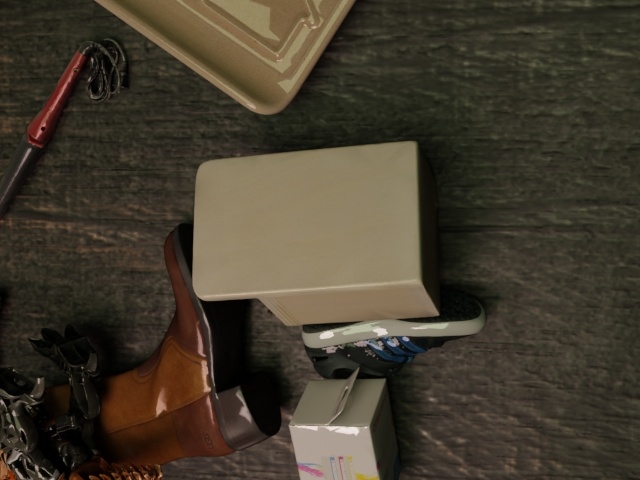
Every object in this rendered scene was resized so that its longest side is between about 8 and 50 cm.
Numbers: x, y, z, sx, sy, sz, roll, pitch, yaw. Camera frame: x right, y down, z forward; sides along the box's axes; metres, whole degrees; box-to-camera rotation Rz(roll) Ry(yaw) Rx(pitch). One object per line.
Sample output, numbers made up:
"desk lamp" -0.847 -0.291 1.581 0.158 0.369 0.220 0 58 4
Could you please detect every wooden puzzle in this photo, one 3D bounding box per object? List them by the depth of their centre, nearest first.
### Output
"wooden puzzle" -0.079 -0.357 1.299 0.322 0.080 0.348 36 100 7

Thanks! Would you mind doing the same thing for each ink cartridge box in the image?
"ink cartridge box" 0.027 0.216 1.316 0.090 0.092 0.143 -3 116 16

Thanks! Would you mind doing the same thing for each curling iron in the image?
"curling iron" -0.313 -0.118 1.411 0.068 0.035 0.274 43 105 6

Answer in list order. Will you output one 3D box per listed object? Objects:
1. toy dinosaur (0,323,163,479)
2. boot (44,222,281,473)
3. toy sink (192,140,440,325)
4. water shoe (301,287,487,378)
"toy dinosaur" -0.298 0.224 1.372 0.322 0.164 0.218 -2 107 18
"boot" -0.203 0.141 1.412 0.280 0.096 0.264 -21 93 28
"toy sink" 0.000 0.000 1.274 0.234 0.131 0.152 -5 69 13
"water shoe" 0.083 0.103 1.330 0.203 0.073 0.080 -5 122 16
